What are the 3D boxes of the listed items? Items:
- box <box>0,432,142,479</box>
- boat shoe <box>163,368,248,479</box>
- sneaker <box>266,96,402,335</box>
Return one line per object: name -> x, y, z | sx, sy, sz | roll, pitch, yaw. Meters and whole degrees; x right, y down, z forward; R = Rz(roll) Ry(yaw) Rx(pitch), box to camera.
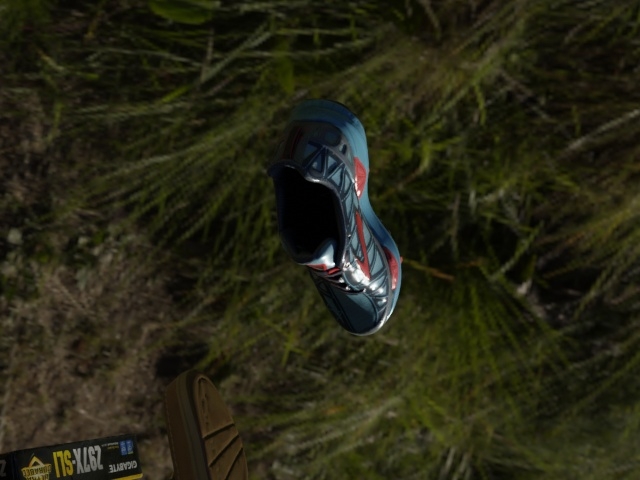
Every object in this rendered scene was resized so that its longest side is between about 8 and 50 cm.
box -> -0.453, 0.351, 1.628 | 0.322, 0.257, 0.079 | 15, 61, -69
boat shoe -> -0.148, 0.327, 1.327 | 0.122, 0.110, 0.341 | -17, 95, -75
sneaker -> 0.000, 0.000, 1.084 | 0.125, 0.104, 0.261 | -56, 137, -48
